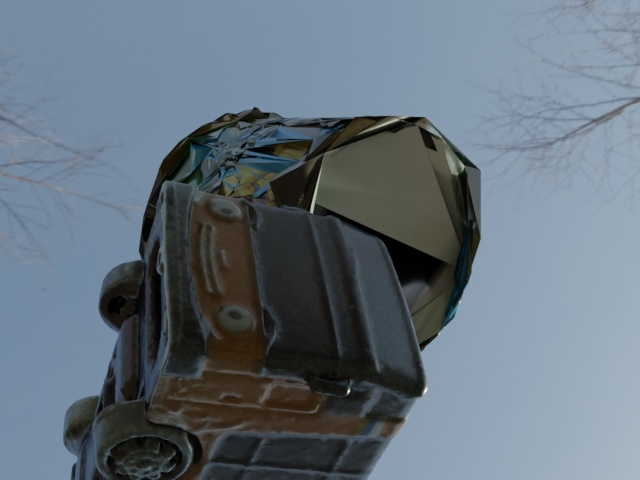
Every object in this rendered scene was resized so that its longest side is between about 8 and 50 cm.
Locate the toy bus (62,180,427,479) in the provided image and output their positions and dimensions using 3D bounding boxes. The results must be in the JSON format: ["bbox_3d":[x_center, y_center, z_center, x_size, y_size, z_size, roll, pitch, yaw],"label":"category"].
[{"bbox_3d":[-0.060,0.113,0.526,0.167,0.138,0.275,9,-52,-19],"label":"toy bus"}]

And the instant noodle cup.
[{"bbox_3d":[0.000,0.000,0.701,0.240,0.178,0.240,1,-91,-38],"label":"instant noodle cup"}]
